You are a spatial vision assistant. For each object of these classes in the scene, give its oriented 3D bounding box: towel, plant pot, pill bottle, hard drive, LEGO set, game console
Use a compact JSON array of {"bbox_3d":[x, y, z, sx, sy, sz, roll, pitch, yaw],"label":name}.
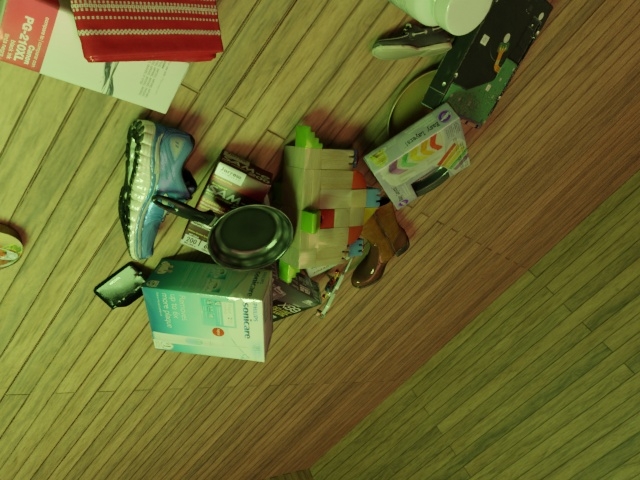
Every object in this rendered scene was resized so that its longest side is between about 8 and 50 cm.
[{"bbox_3d":[-0.238,-0.377,0.597,0.198,0.031,0.275,-20,112,-36],"label":"towel"},{"bbox_3d":[0.272,-0.351,1.226,0.236,0.032,0.236,-22,143,-18],"label":"plant pot"},{"bbox_3d":[0.207,-0.481,0.855,0.131,0.229,0.131,-21,143,-17],"label":"pill bottle"},{"bbox_3d":[0.415,-0.463,1.147,0.236,0.064,0.339,2,122,-42],"label":"hard drive"},{"bbox_3d":[0.021,0.163,1.466,0.183,0.060,0.244,-62,178,-27],"label":"LEGO set"},{"bbox_3d":[-0.492,0.115,1.173,0.122,0.071,0.107,-37,114,2],"label":"game console"}]

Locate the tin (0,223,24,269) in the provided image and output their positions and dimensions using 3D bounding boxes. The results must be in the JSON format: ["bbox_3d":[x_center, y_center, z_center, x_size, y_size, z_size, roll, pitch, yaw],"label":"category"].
[{"bbox_3d":[-0.675,0.000,0.876,0.106,0.040,0.189,-41,144,16],"label":"tin"}]

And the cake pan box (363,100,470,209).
[{"bbox_3d":[0.264,-0.209,1.213,0.245,0.070,0.267,-30,153,10],"label":"cake pan box"}]

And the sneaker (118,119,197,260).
[{"bbox_3d":[-0.336,-0.088,0.965,0.147,0.130,0.330,-1,132,-34],"label":"sneaker"}]

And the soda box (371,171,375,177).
[{"bbox_3d":[0.239,-0.225,1.317,0.181,0.061,0.058,-22,142,-16],"label":"soda box"}]

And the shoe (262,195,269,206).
[{"bbox_3d":[-0.176,-0.079,1.155,0.081,0.063,0.178,-28,149,-19],"label":"shoe"}]

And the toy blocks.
[{"bbox_3d":[0.036,-0.090,1.173,0.260,0.190,0.382,-5,106,-34],"label":"toy blocks"}]

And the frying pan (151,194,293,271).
[{"bbox_3d":[-0.218,-0.014,1.022,0.325,0.053,0.197,5,128,-26],"label":"frying pan"}]

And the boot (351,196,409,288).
[{"bbox_3d":[0.168,0.019,1.513,0.264,0.096,0.280,-36,143,3],"label":"boot"}]

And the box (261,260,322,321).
[{"bbox_3d":[-0.174,0.155,1.349,0.242,0.077,0.307,-23,149,21],"label":"box"}]

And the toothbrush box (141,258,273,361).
[{"bbox_3d":[-0.275,0.179,1.171,0.295,0.126,0.217,6,124,3],"label":"toothbrush box"}]

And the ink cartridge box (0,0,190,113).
[{"bbox_3d":[-0.339,-0.302,0.678,0.237,0.172,0.100,9,126,-44],"label":"ink cartridge box"}]

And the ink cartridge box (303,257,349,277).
[{"bbox_3d":[0.000,0.000,1.364,0.153,0.087,0.208,-26,145,-11],"label":"ink cartridge box"}]

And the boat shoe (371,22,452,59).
[{"bbox_3d":[0.205,-0.457,1.046,0.206,0.075,0.065,-12,96,-20],"label":"boat shoe"}]

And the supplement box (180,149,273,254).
[{"bbox_3d":[-0.222,-0.075,1.075,0.130,0.073,0.239,24,118,-17],"label":"supplement box"}]
